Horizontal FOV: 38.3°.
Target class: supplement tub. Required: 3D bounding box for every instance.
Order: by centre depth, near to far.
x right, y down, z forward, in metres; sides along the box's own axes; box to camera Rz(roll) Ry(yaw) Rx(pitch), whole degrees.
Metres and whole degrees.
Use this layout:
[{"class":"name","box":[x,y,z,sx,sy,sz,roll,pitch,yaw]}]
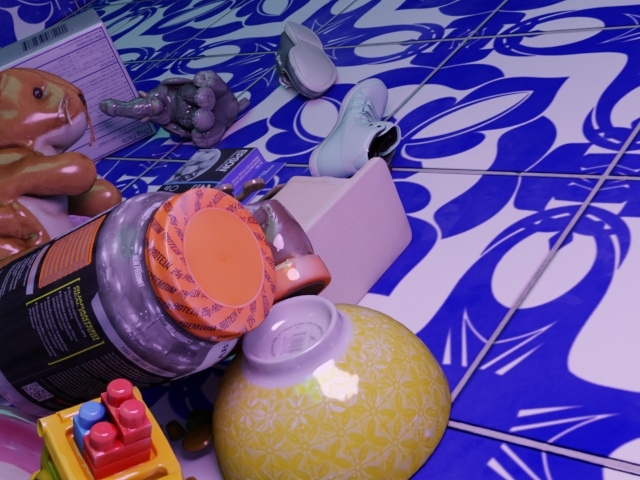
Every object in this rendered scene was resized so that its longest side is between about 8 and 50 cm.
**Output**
[{"class":"supplement tub","box":[-0.227,0.072,1.059,0.338,0.207,0.207,-22,25,35]}]

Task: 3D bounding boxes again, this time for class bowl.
[{"class":"bowl","box":[-0.010,0.158,1.059,0.289,0.156,0.289,-17,30,11]}]

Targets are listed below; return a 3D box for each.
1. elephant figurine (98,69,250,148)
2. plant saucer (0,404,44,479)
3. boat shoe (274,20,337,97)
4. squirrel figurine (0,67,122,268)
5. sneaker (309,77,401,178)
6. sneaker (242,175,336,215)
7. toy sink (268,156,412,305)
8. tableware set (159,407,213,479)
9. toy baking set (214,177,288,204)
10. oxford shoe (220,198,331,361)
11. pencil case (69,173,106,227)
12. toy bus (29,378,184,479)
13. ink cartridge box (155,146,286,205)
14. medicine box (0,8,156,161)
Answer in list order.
[{"class":"elephant figurine","box":[-0.311,-0.290,1.977,0.239,0.186,0.169,6,61,26]},{"class":"plant saucer","box":[-0.415,0.335,1.029,0.332,0.084,0.332,2,41,-1]},{"class":"boat shoe","box":[-0.043,-0.383,2.057,0.099,0.116,0.319,-59,25,27]},{"class":"squirrel figurine","box":[-0.529,-0.089,1.493,0.396,0.371,0.281,-8,-9,14]},{"class":"sneaker","box":[0.099,-0.198,1.623,0.151,0.094,0.256,-4,44,40]},{"class":"sneaker","box":[-0.068,-0.018,1.479,0.281,0.105,0.115,-17,-6,19]},{"class":"toy sink","box":[0.000,0.000,1.314,0.131,0.153,0.234,7,42,42]},{"class":"tableware set","box":[-0.168,0.264,1.123,0.104,0.024,0.154,-26,25,-1]},{"class":"toy baking set","box":[-0.161,-0.053,1.510,0.256,0.030,0.196,-25,-18,22]},{"class":"oxford shoe","box":[-0.142,0.078,1.200,0.363,0.133,0.130,-35,-17,30]},{"class":"pencil case","box":[-0.511,-0.018,1.723,0.124,0.124,0.284,10,42,44]},{"class":"toy bus","box":[-0.196,0.252,0.926,0.149,0.211,0.220,-15,47,-31]},{"class":"ink cartridge box","box":[-0.201,-0.106,1.731,0.208,0.045,0.206,2,37,34]},{"class":"medicine box","box":[-0.558,-0.328,2.087,0.263,0.289,0.149,-26,32,-7]}]
